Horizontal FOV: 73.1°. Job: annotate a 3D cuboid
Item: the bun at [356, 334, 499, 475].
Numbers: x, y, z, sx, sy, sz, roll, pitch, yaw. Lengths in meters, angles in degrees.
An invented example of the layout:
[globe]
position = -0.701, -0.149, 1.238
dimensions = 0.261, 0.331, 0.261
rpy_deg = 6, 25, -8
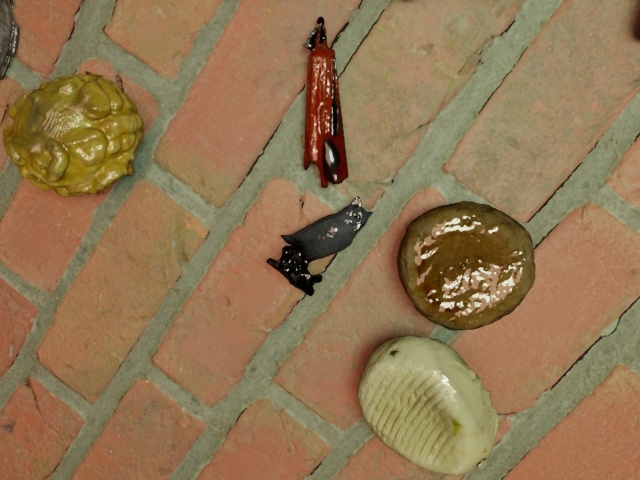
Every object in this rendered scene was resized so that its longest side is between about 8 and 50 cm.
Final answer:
[bun]
position = 0.191, 0.284, 0.776
dimensions = 0.259, 0.160, 0.260
rpy_deg = 13, 115, 30

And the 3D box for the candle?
[candle]
position = 0.008, -0.247, 0.788
dimensions = 0.084, 0.059, 0.302
rpy_deg = -1, 100, -2

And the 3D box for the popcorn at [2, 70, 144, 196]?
[popcorn]
position = -0.456, -0.195, 0.817
dimensions = 0.249, 0.190, 0.251
rpy_deg = -1, 87, 15

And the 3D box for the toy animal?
[toy animal]
position = 0.002, -0.004, 0.825
dimensions = 0.210, 0.121, 0.117
rpy_deg = -43, 44, -3

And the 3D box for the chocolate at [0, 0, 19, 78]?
[chocolate]
position = -0.786, -0.441, 0.823
dimensions = 0.302, 0.213, 0.304
rpy_deg = 1, 97, 11

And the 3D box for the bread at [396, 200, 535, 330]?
[bread]
position = 0.247, 0.042, 0.754
dimensions = 0.229, 0.123, 0.230
rpy_deg = 1, 101, 5
